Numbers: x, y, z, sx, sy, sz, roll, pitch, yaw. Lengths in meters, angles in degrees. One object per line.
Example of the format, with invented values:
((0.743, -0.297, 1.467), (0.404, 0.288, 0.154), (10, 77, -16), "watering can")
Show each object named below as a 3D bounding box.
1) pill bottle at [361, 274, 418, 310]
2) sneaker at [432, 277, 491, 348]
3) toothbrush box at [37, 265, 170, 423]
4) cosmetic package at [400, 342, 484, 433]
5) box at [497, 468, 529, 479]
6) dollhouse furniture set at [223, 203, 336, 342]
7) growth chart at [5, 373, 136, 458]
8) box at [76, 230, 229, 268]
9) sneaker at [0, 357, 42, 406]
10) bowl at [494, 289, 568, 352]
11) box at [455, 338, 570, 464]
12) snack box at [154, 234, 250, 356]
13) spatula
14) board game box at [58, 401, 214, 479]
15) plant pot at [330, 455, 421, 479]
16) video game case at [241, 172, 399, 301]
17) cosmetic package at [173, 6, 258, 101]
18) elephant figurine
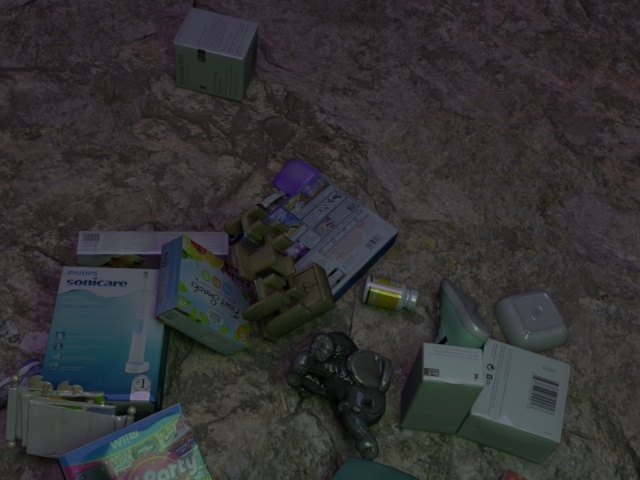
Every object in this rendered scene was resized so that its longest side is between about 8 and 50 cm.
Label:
((0.151, 0.118, 1.762), (0.116, 0.065, 0.065), (13, 53, 2), "pill bottle")
((0.263, 0.182, 1.714), (0.094, 0.151, 0.256), (35, 16, -14), "sneaker")
((-0.411, 0.204, 1.581), (0.216, 0.126, 0.296), (1, 54, -5), "toothbrush box")
((0.227, 0.286, 1.546), (0.117, 0.231, 0.086), (7, 53, -3), "cosmetic package")
((0.383, 0.527, 1.479), (0.170, 0.091, 0.130), (28, 55, 12), "box")
((-0.108, 0.091, 1.608), (0.161, 0.242, 0.212), (-30, 54, 20), "dollhouse furniture set")
((-0.448, 0.329, 1.447), (0.237, 0.172, 0.021), (16, 17, -10), "growth chart")
((-0.362, 0.022, 1.760), (0.324, 0.063, 0.067), (0, 56, -8), "box")
((-0.578, 0.286, 1.546), (0.058, 0.052, 0.135), (38, 58, 14), "sneaker")
((0.468, 0.170, 1.777), (0.142, 0.053, 0.142), (-9, 54, -15), "bowl")
((0.385, 0.319, 1.614), (0.181, 0.119, 0.181), (17, 54, 5), "box")
((-0.232, 0.114, 1.633), (0.070, 0.207, 0.175), (-26, 47, 29), "snack box")
((-0.122, -0.089, 1.896), (0.084, 0.030, 0.296), (34, 57, 18), "spatula")
((-0.286, 0.465, 1.376), (0.224, 0.097, 0.303), (-22, 77, -23), "board game box")
((0.115, 0.501, 1.421), (0.234, 0.166, 0.165), (29, 55, 21), "plant pot")
((0.000, 0.000, 1.829), (0.244, 0.061, 0.269), (37, 57, 17), "video game case")
((-0.268, -0.479, 2.086), (0.183, 0.151, 0.151), (13, 54, 3), "cosmetic package")
((0.066, 0.293, 1.572), (0.239, 0.169, 0.186), (35, 78, 20), "elephant figurine")
